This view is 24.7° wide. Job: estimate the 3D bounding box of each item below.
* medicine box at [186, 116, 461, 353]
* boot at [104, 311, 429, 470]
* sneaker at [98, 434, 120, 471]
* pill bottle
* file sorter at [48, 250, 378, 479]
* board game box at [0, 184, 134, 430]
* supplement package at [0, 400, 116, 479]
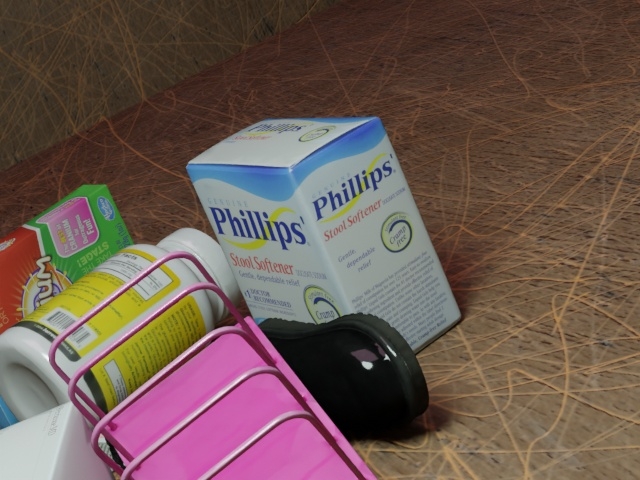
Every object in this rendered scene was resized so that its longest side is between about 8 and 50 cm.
[{"bbox_3d":[0.000,0.000,1.840,0.149,0.289,0.263,-34,20,-27],"label":"medicine box"},{"bbox_3d":[-0.064,0.198,1.626,0.260,0.131,0.348,-31,13,-31],"label":"boot"},{"bbox_3d":[-0.259,0.253,1.845,0.134,0.051,0.070,-19,17,4],"label":"sneaker"},{"bbox_3d":[-0.267,0.124,1.993,0.188,0.188,0.334,-3,27,48],"label":"pill bottle"},{"bbox_3d":[-0.117,0.178,1.453,0.202,0.182,0.290,-38,45,-4],"label":"file sorter"},{"bbox_3d":[-0.395,0.097,2.140,0.064,0.242,0.316,0,30,47],"label":"board game box"},{"bbox_3d":[-0.278,0.318,1.443,0.145,0.204,0.262,-22,18,4],"label":"supplement package"}]
